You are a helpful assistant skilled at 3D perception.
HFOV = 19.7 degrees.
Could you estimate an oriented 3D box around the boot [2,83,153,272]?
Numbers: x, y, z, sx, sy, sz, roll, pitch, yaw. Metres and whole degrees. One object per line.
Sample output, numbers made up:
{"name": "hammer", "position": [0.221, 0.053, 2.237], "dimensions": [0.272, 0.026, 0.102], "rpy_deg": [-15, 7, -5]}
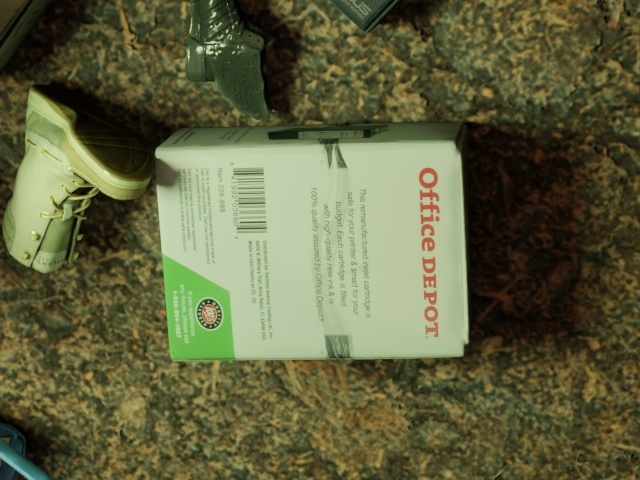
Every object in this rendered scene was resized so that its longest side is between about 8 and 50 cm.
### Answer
{"name": "boot", "position": [-0.237, -0.040, 1.761], "dimensions": [0.077, 0.213, 0.165], "rpy_deg": [5, 112, -36]}

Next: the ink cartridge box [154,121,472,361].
{"name": "ink cartridge box", "position": [0.000, 0.000, 1.762], "dimensions": [0.289, 0.121, 0.211], "rpy_deg": [0, 104, 9]}

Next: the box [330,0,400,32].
{"name": "box", "position": [0.023, -0.337, 1.704], "dimensions": [0.233, 0.059, 0.183], "rpy_deg": [44, 105, -4]}

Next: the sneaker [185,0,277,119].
{"name": "sneaker", "position": [-0.081, -0.203, 1.761], "dimensions": [0.089, 0.051, 0.170], "rpy_deg": [8, 110, 6]}

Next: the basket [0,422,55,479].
{"name": "basket", "position": [-0.381, 0.282, 1.833], "dimensions": [0.289, 0.201, 0.255], "rpy_deg": [41, 110, 29]}

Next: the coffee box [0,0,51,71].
{"name": "coffee box", "position": [-0.306, -0.304, 1.730], "dimensions": [0.168, 0.119, 0.297], "rpy_deg": [37, 106, -3]}
